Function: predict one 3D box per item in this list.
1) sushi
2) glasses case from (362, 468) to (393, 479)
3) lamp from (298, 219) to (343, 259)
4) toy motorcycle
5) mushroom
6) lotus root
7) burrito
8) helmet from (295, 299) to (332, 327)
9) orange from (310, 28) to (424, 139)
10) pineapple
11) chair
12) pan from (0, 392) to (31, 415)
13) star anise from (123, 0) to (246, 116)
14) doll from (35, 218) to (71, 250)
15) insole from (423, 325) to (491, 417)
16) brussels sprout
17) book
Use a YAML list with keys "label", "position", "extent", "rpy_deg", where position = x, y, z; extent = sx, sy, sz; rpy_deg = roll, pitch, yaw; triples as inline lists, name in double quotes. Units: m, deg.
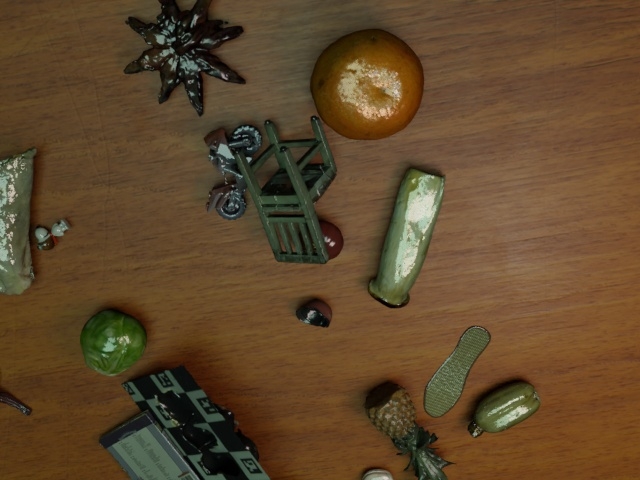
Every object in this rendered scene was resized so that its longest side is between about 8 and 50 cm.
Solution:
- label: "sushi"
  position: [-0.250, 0.422, 1.640]
  extent: [0.296, 0.100, 0.373]
  rpy_deg: [-24, 104, 45]
- label: "glasses case"
  position: [0.141, 0.650, 1.729]
  extent: [0.081, 0.051, 0.204]
  rpy_deg: [-4, 106, 0]
- label: "lamp"
  position: [0.000, 0.000, 1.529]
  extent: [0.101, 0.090, 0.101]
  rpy_deg: [12, 140, 10]
- label: "toy motorcycle"
  position: [-0.198, -0.148, 1.494]
  extent: [0.118, 0.084, 0.212]
  rpy_deg: [11, 111, -11]
- label: "mushroom"
  position: [0.187, -0.001, 1.533]
  extent: [0.100, 0.081, 0.312]
  rpy_deg: [14, 104, -10]
- label: "lotus root"
  position: [0.418, 0.391, 1.641]
  extent: [0.183, 0.077, 0.090]
  rpy_deg: [-33, 96, 6]
- label: "burrito"
  position: [-0.699, -0.039, 1.515]
  extent: [0.175, 0.107, 0.347]
  rpy_deg: [8, 108, -3]
- label: "helmet"
  position: [-0.009, 0.157, 1.594]
  extent: [0.084, 0.049, 0.065]
  rpy_deg: [11, 142, 24]
- label: "orange"
  position: [0.091, -0.304, 1.402]
  extent: [0.224, 0.170, 0.224]
  rpy_deg: [-4, 109, -11]
- label: "pineapple"
  position: [0.202, 0.464, 1.647]
  extent: [0.130, 0.119, 0.277]
  rpy_deg: [-36, 105, -10]
- label: "chair"
  position: [-0.048, -0.103, 1.456]
  extent: [0.136, 0.147, 0.270]
  rpy_deg: [0, 126, 34]
- label: "pan"
  position: [-0.770, 0.351, 1.659]
  extent: [0.212, 0.040, 0.115]
  rpy_deg: [41, 107, -10]
- label: "star anise"
  position: [-0.274, -0.376, 1.419]
  extent: [0.272, 0.102, 0.271]
  rpy_deg: [1, 108, 2]
- label: "doll"
  position: [-0.585, -0.011, 1.557]
  extent: [0.085, 0.040, 0.058]
  rpy_deg: [-14, 95, 5]
- label: "insole"
  position: [0.313, 0.307, 1.656]
  extent: [0.086, 0.005, 0.253]
  rpy_deg: [25, 104, -7]
- label: "brussels sprout"
  position: [-0.463, 0.227, 1.582]
  extent: [0.155, 0.117, 0.155]
  rpy_deg: [-1, 99, -7]
- label: "book"
  position: [-0.403, 0.526, 1.699]
  extent: [0.157, 0.026, 0.231]
  rpy_deg: [-31, 102, 17]
